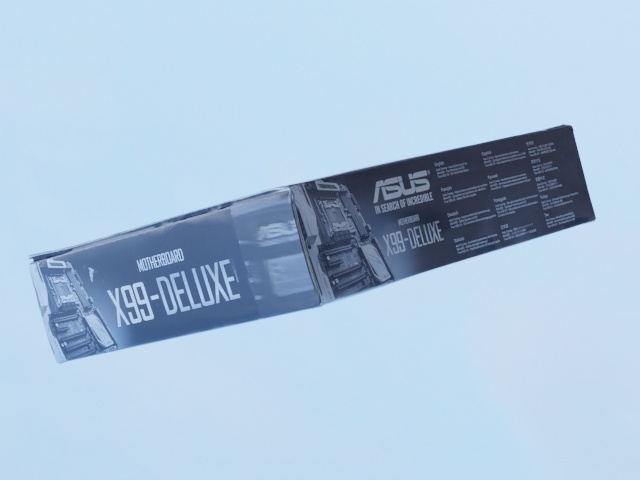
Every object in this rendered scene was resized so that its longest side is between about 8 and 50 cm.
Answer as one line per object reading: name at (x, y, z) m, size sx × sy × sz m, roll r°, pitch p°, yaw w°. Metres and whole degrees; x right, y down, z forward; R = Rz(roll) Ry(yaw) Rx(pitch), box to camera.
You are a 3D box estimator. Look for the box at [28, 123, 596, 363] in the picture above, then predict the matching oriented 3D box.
box at (0.000, 0.000, 1.150) m, size 0.307 × 0.242 × 0.076 m, roll -15°, pitch -90°, yaw -48°
